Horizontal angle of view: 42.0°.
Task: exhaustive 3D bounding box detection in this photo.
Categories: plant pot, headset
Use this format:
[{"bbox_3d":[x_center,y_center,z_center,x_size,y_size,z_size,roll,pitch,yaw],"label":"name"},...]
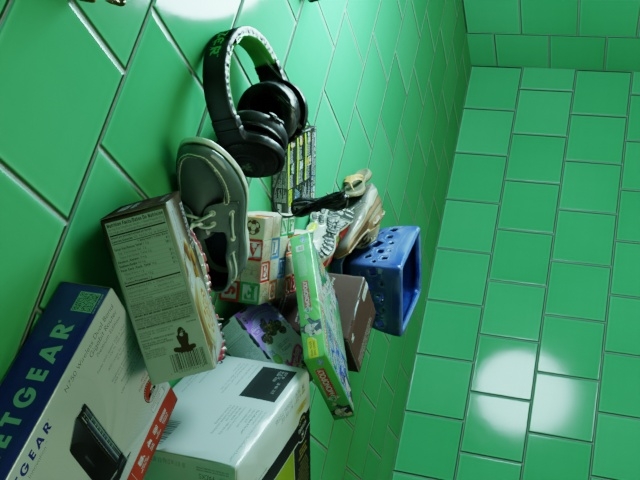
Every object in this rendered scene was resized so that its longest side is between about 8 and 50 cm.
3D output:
[{"bbox_3d":[0.157,0.102,2.350,0.236,0.212,0.236,-57,147,-54],"label":"plant pot"},{"bbox_3d":[-0.083,-0.210,1.561,0.243,0.185,0.394,-66,142,-49],"label":"headset"}]

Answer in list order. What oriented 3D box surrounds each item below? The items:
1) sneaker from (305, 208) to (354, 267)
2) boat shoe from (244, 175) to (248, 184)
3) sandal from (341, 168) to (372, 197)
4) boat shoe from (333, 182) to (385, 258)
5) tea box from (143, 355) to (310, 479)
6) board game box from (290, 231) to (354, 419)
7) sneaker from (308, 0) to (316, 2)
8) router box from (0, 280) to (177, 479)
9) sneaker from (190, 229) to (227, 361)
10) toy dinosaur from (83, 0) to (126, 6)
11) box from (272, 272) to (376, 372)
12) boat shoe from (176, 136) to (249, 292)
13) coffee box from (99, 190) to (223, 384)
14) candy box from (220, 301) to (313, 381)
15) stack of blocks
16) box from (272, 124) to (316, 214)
[{"bbox_3d":[0.000,0.000,2.073,0.279,0.107,0.118,-56,167,-52],"label":"sneaker"},{"bbox_3d":[-0.163,-0.086,1.531,0.183,0.083,0.065,27,71,-71],"label":"boat shoe"},{"bbox_3d":[0.096,-0.166,2.313,0.049,0.072,0.180,70,27,-23],"label":"sandal"},{"bbox_3d":[0.109,-0.037,2.250,0.116,0.123,0.324,57,34,-17],"label":"boat shoe"},{"bbox_3d":[-0.169,0.423,1.468,0.329,0.220,0.323,-44,136,-63],"label":"tea box"},{"bbox_3d":[0.003,0.168,1.669,0.317,0.046,0.213,-98,169,-45],"label":"board game box"},{"bbox_3d":[-0.019,-0.569,1.840,0.152,0.058,0.084,-49,134,-70],"label":"sneaker"},{"bbox_3d":[-0.336,0.279,1.136,0.301,0.082,0.335,75,28,-48],"label":"router box"},{"bbox_3d":[-0.236,0.082,1.340,0.112,0.121,0.299,-19,110,-23],"label":"sneaker"},{"bbox_3d":[-0.280,-0.371,1.117,0.211,0.064,0.112,0,95,-72],"label":"toy dinosaur"},{"bbox_3d":[0.002,0.183,1.927,0.167,0.203,0.168,71,32,-53],"label":"box"},{"bbox_3d":[-0.187,-0.035,1.432,0.319,0.116,0.099,84,18,-47],"label":"boat shoe"},{"bbox_3d":[-0.225,0.064,1.212,0.141,0.098,0.246,-107,-178,-80],"label":"coffee box"},{"bbox_3d":[-0.099,0.221,1.666,0.070,0.196,0.165,-42,175,21],"label":"candy box"},{"bbox_3d":[-0.103,0.026,1.740,0.297,0.087,0.171,-10,105,-71],"label":"stack of blocks"},{"bbox_3d":[-0.058,-0.155,1.888,0.184,0.045,0.190,-37,132,-62],"label":"box"}]
